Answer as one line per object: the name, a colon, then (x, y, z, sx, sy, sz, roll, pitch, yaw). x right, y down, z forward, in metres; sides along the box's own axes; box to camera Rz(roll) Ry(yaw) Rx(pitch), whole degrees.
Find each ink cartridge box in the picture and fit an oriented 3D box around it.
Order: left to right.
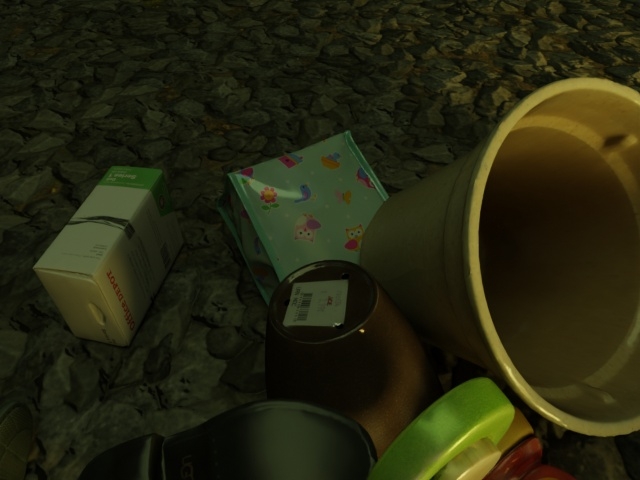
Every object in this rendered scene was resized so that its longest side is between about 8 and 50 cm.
ink cartridge box: (-0.296, 0.019, 0.757, 0.093, 0.160, 0.219, 7, 45, 9)

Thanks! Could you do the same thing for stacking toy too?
stacking toy: (0.097, 0.264, 0.408, 0.309, 0.279, 0.130, -41, 54, -8)

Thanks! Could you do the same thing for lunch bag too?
lunch bag: (0.000, 0.000, 0.776, 0.224, 0.160, 0.262, -26, 83, -24)

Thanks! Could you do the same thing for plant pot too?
plant pot: (0.025, 0.139, 0.558, 0.216, 0.230, 0.215, -10, 40, 8)
plant pot: (0.213, 0.022, 0.616, 0.334, 0.305, 0.333, 2, 85, -23)

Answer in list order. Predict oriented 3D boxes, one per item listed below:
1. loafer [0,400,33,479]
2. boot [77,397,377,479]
loafer: (-0.390, 0.296, 0.533, 0.084, 0.096, 0.267, -5, 47, 3)
boot: (-0.073, 0.233, 0.493, 0.263, 0.229, 0.091, -8, 58, 4)
